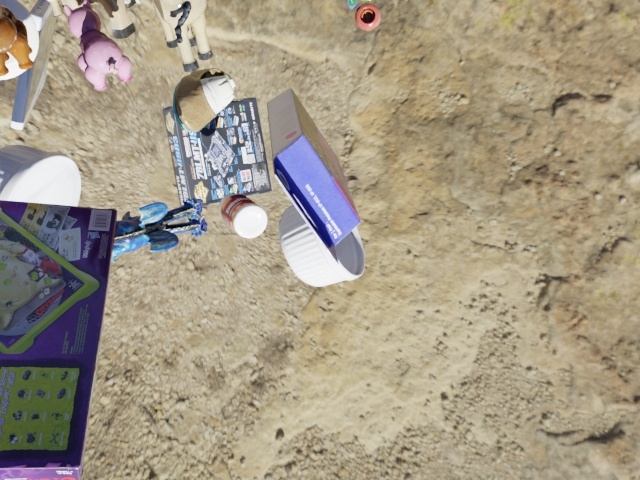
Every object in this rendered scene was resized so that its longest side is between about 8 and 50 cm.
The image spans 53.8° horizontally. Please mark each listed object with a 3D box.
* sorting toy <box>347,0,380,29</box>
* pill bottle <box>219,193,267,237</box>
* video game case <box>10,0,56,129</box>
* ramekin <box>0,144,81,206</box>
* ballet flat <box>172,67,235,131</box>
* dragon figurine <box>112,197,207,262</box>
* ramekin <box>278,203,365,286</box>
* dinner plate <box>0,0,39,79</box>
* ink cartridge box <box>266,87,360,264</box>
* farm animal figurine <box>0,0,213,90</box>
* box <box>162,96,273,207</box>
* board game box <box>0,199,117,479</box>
[{"bbox_3d":[0.082,-0.447,1.188,0.061,0.042,0.101,-1,99,4],"label":"sorting toy"},{"bbox_3d":[-0.197,-0.066,1.562,0.086,0.152,0.086,-10,112,-25],"label":"pill bottle"},{"bbox_3d":[-0.777,-0.512,1.732,0.036,0.299,0.328,14,124,-20],"label":"video game case"},{"bbox_3d":[-0.671,-0.089,1.409,0.127,0.273,0.272,25,88,7],"label":"ramekin"},{"bbox_3d":[-0.262,-0.347,1.488,0.124,0.342,0.116,-19,112,5],"label":"ballet flat"},{"bbox_3d":[-0.309,-0.018,1.117,0.144,0.289,0.085,-13,97,21],"label":"dragon figurine"},{"bbox_3d":[0.000,0.000,1.340,0.109,0.207,0.207,-23,98,22],"label":"ramekin"},{"bbox_3d":[-0.527,-0.330,1.017,0.141,0.017,0.141,-15,115,-34],"label":"dinner plate"},{"bbox_3d":[-0.016,-0.122,1.045,0.069,0.371,0.175,-30,117,11],"label":"ink cartridge box"},{"bbox_3d":[-0.284,-0.342,0.807,0.331,0.326,0.172,-1,132,9],"label":"farm animal figurine"},{"bbox_3d":[-0.295,-0.259,1.845,0.293,0.073,0.295,-18,102,-39],"label":"box"},{"bbox_3d":[-0.348,0.093,0.696,0.208,0.056,0.346,8,47,-17],"label":"board game box"}]
